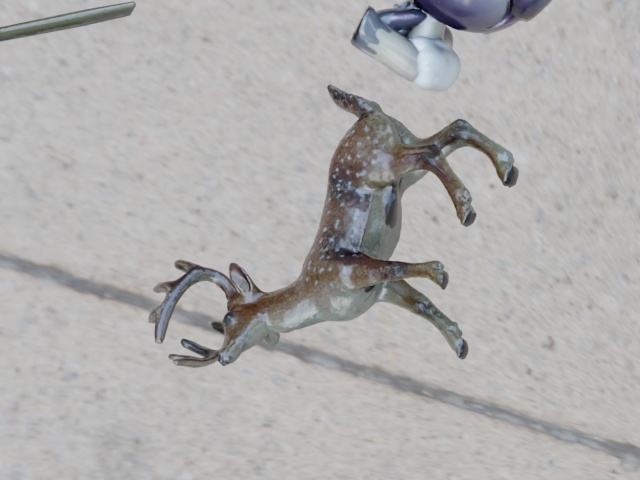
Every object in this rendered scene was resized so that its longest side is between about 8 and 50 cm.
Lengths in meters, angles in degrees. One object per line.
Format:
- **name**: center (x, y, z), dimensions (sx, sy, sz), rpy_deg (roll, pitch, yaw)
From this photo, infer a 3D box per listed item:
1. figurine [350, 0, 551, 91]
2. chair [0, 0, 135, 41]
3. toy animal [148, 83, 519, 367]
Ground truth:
- **figurine**: center (0.134, -0.229, 1.453), dimensions (0.145, 0.145, 0.222), rpy_deg (47, 117, 18)
- **chair**: center (-0.308, -0.277, 1.468), dimensions (0.272, 0.188, 0.166), rpy_deg (-13, 70, -14)
- **toy animal**: center (0.010, 0.009, 1.247), dimensions (0.260, 0.087, 0.244), rpy_deg (14, 74, 40)
